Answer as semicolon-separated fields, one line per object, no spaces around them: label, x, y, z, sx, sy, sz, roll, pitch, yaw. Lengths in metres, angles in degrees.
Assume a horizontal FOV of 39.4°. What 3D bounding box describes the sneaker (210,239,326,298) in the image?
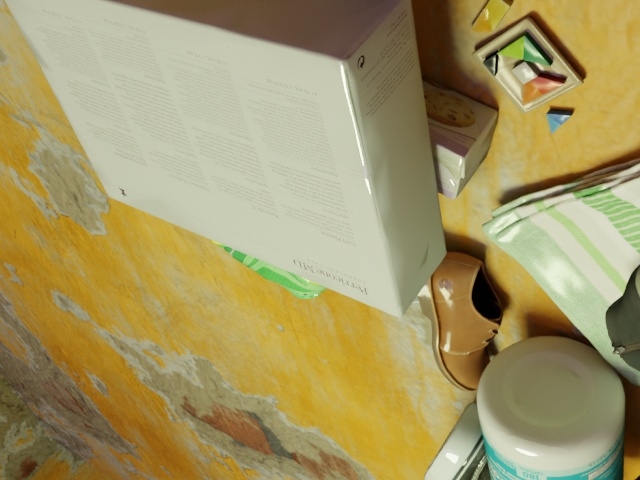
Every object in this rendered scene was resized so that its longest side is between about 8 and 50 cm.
sneaker;0.000;0.000;0.993;0.295;0.109;0.123;9;148;48

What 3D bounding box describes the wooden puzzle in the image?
wooden puzzle;0.159;-0.134;0.698;0.116;0.014;0.078;42;151;-6

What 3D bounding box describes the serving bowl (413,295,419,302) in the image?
serving bowl;0.089;0.031;0.999;0.083;0.027;0.083;28;150;18

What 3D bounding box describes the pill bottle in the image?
pill bottle;0.255;0.234;0.973;0.146;0.146;0.264;19;145;32

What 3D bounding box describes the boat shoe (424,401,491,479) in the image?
boat shoe;0.215;0.310;1.167;0.119;0.121;0.335;31;161;22

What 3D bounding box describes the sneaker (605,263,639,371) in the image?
sneaker;0.319;0.113;0.699;0.222;0.083;0.118;58;167;20

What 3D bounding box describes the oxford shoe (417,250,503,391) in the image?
oxford shoe;0.163;0.096;0.965;0.076;0.076;0.212;4;139;28

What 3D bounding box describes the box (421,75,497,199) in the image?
box;0.001;-0.144;0.812;0.324;0.067;0.063;30;150;18

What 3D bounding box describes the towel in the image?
towel;0.311;0.027;0.729;0.248;0.038;0.325;45;151;-12

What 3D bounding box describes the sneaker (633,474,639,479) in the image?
sneaker;0.341;0.285;0.939;0.057;0.161;0.075;51;147;35

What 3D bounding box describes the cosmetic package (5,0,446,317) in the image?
cosmetic package;-0.084;-0.110;0.791;0.377;0.097;0.284;21;145;30
